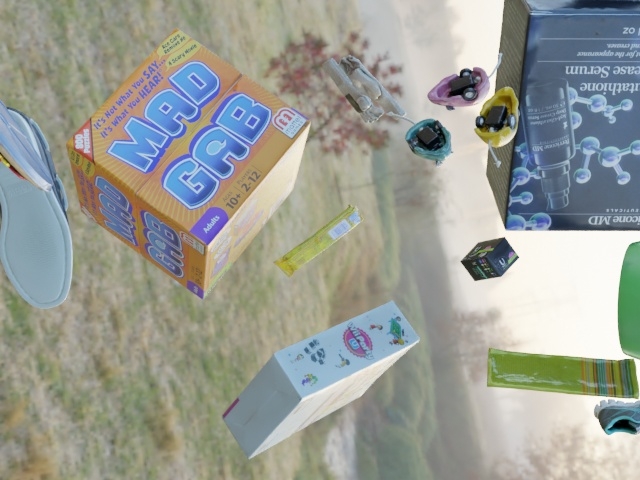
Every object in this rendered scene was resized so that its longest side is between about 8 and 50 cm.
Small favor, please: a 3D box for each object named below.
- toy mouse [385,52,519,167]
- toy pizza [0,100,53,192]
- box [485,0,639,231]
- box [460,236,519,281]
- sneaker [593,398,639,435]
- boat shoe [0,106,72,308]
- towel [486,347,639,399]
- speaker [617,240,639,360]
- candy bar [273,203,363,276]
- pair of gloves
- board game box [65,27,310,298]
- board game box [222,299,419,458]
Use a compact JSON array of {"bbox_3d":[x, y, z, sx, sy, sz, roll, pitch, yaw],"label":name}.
[{"bbox_3d":[0.132,-0.120,0.962,0.031,0.143,0.161,53,47,-41],"label":"toy mouse"},{"bbox_3d":[-0.383,-0.135,1.139,0.201,0.032,0.201,55,-4,6],"label":"toy pizza"},{"bbox_3d":[0.457,-0.231,1.656,0.212,0.294,0.395,-91,-179,-58],"label":"box"},{"bbox_3d":[0.316,0.035,1.818,0.052,0.062,0.083,52,-28,-11],"label":"box"},{"bbox_3d":[0.603,0.337,1.834,0.076,0.167,0.064,-72,148,-61],"label":"sneaker"},{"bbox_3d":[-0.429,-0.051,1.460,0.091,0.115,0.302,-85,167,-81],"label":"boat shoe"},{"bbox_3d":[0.388,0.213,1.568,0.102,0.237,0.021,-68,160,-63],"label":"towel"},{"bbox_3d":[0.422,0.062,0.855,0.131,0.297,0.131,-10,102,-62],"label":"speaker"},{"bbox_3d":[0.000,0.000,1.556,0.040,0.161,0.018,50,6,-28],"label":"candy bar"},{"bbox_3d":[0.099,-0.368,2.405,0.204,0.042,0.240,46,-10,-19],"label":"pair of gloves"},{"bbox_3d":[-0.283,-0.156,2.119,0.356,0.356,0.356,-52,174,-22],"label":"board game box"},{"bbox_3d":[0.002,0.243,1.727,0.303,0.224,0.097,-19,67,-43],"label":"board game box"}]
